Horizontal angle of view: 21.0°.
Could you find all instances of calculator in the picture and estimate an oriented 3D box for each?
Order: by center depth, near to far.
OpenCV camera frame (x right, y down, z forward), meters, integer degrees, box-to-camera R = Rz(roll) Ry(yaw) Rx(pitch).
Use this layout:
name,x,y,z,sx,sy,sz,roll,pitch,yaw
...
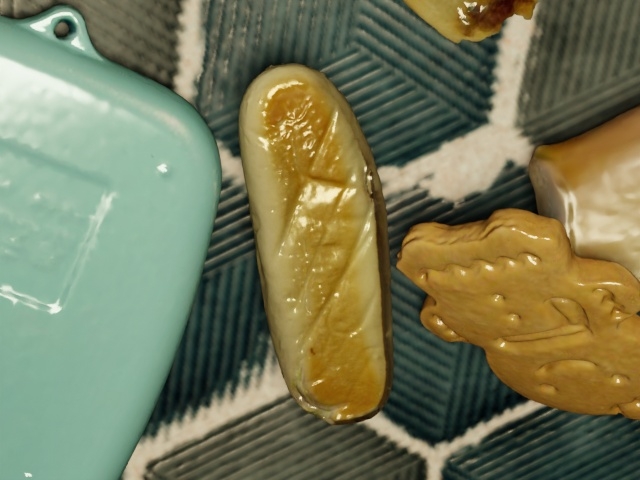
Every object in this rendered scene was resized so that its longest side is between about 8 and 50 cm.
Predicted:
name,x,y,z,sx,sy,sz,roll,pitch,yaw
calculator,-0.204,0.055,0.898,0.256,0.054,0.386,21,102,-20

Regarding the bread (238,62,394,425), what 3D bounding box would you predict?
name,x,y,z,sx,sy,sz,roll,pitch,yaw
bread,0.000,0.001,0.921,0.073,0.053,0.214,-12,116,-4

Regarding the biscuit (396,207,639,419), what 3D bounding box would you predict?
name,x,y,z,sx,sy,sz,roll,pitch,yaw
biscuit,0.119,0.046,0.943,0.133,0.027,0.184,-3,142,28

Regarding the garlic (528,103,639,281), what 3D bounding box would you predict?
name,x,y,z,sx,sy,sz,roll,pitch,yaw
garlic,0.266,-0.040,0.934,0.318,0.112,0.143,-19,103,2

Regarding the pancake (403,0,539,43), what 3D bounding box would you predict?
name,x,y,z,sx,sy,sz,roll,pitch,yaw
pancake,0.083,-0.258,0.849,0.244,0.057,0.266,-41,119,-5
